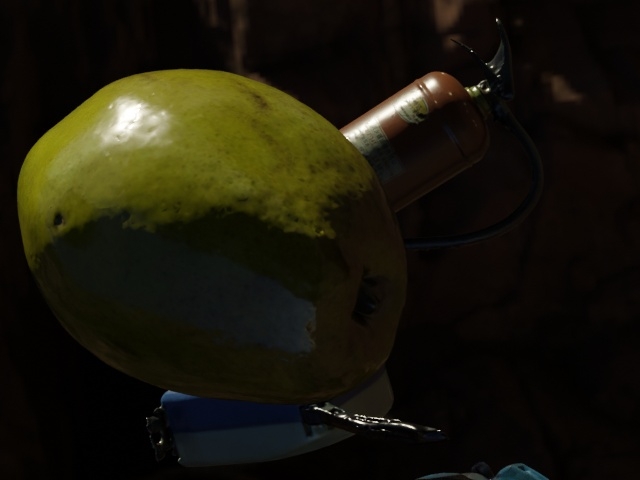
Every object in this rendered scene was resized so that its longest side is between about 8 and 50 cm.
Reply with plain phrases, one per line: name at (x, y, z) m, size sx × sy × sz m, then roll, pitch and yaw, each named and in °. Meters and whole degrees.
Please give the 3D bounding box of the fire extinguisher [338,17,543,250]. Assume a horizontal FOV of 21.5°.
fire extinguisher at (0.089, -0.064, 1.857) m, size 0.200 × 0.376 × 0.113 m, roll 55°, pitch -177°, yaw -17°

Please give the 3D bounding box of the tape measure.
tape measure at (0.018, 0.148, 1.685) m, size 0.351 × 0.215 × 0.098 m, roll -7°, pitch 103°, yaw 37°

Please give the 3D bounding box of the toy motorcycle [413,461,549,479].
toy motorcycle at (0.114, 0.342, 1.854) m, size 0.232 × 0.416 × 0.172 m, roll -20°, pitch -84°, yaw -63°

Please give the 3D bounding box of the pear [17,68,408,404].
pear at (-0.078, -0.002, 1.265) m, size 0.307 × 0.253 × 0.253 m, roll 18°, pitch 122°, yaw 34°
